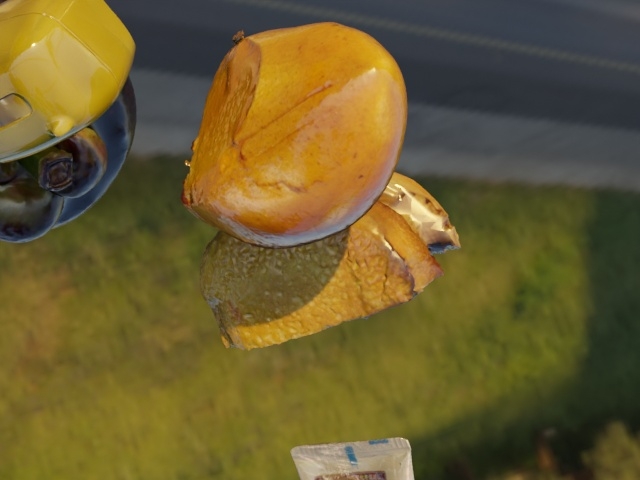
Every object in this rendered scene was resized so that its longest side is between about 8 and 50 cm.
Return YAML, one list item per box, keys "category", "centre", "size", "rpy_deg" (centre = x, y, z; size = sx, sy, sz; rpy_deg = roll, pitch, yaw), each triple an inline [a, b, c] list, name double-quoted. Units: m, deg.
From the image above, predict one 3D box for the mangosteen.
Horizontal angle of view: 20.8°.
- category: "mangosteen"
  centre: [-0.323, -0.129, 1.919]
  size: [0.275, 0.302, 0.275]
  rpy_deg: [-8, 116, -17]

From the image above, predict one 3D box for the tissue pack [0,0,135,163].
- category: "tissue pack"
  centre: [-0.257, -0.142, 1.529]
  size: [0.178, 0.127, 0.123]
  rpy_deg: [-18, 124, 42]

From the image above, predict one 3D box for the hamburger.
- category: "hamburger"
  centre: [0.000, 0.000, 1.773]
  size: [0.283, 0.156, 0.144]
  rpy_deg: [-19, -168, 29]

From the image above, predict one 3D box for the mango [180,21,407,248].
- category: "mango"
  centre: [-0.009, -0.092, 1.482]
  size: [0.138, 0.187, 0.257]
  rpy_deg: [2, 173, -31]

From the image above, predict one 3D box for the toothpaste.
- category: "toothpaste"
  centre: [0.057, 0.317, 1.581]
  size: [0.114, 0.299, 0.073]
  rpy_deg: [-7, -164, 24]
